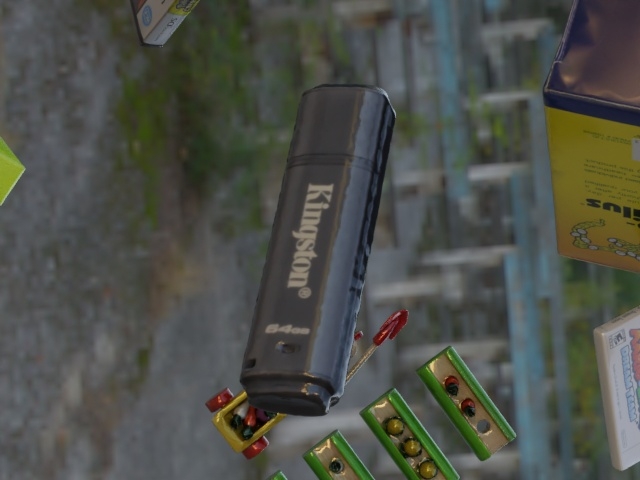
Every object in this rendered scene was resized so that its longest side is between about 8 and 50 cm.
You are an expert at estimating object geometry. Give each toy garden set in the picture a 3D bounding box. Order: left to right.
[{"bbox_3d":[0.031,0.177,1.792,0.204,0.244,0.049,54,-3,-4],"label":"toy garden set"}]

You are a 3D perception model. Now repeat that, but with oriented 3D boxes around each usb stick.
[{"bbox_3d":[0.000,0.000,1.388,0.045,0.077,0.278,83,15,-56],"label":"usb stick"}]

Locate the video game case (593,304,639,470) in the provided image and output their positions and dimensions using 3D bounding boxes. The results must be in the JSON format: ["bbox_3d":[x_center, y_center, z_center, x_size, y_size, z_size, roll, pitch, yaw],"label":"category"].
[{"bbox_3d":[0.331,0.127,1.838,0.019,0.143,0.157,28,-44,53],"label":"video game case"}]

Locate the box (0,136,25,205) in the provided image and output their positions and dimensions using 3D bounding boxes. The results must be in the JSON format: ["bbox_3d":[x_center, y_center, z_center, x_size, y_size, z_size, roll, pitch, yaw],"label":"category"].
[{"bbox_3d":[-0.316,-0.098,1.423,0.178,0.042,0.109,32,8,-36],"label":"box"}]

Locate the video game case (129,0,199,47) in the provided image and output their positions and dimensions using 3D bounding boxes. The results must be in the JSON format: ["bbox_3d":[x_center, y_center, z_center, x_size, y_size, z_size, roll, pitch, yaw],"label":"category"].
[{"bbox_3d":[-0.176,-0.410,2.261,0.248,0.035,0.275,-42,-125,48],"label":"video game case"}]

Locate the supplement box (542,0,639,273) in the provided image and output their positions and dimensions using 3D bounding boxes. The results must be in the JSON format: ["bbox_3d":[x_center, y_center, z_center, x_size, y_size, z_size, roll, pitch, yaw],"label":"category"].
[{"bbox_3d":[0.317,-0.115,1.663,0.356,0.195,0.194,69,37,-66],"label":"supplement box"}]
